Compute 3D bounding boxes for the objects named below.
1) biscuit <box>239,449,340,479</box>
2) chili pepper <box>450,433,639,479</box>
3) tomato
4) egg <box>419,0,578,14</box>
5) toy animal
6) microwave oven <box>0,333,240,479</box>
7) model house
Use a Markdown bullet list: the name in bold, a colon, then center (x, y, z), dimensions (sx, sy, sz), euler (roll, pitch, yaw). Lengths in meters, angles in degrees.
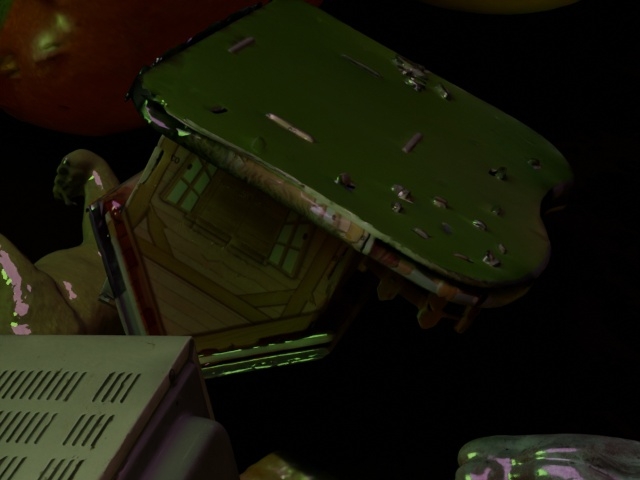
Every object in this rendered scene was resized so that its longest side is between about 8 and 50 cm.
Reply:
- **biscuit**: center (-0.020, 0.132, 0.782), dimensions (0.081, 0.018, 0.083), euler (-30, 35, -33)
- **chili pepper**: center (0.116, 0.111, 0.762), dimensions (0.153, 0.041, 0.050), euler (-1, 72, 14)
- **tomato**: center (-0.133, -0.235, 1.160), dimensions (0.272, 0.341, 0.341), euler (-25, 33, -35)
- **egg**: center (0.116, -0.309, 1.259), dimensions (0.283, 0.283, 0.345), euler (-25, 47, -27)
- **toy animal**: center (-0.146, 0.045, 0.910), dimensions (0.101, 0.103, 0.219), euler (27, 32, 11)
- **microwave oven**: center (-0.139, 0.156, 0.640), dimensions (0.194, 0.145, 0.240), euler (2, 31, 19)
- **model house**: center (-0.001, 0.000, 0.884), dimensions (0.207, 0.154, 0.294), euler (31, 20, 4)
